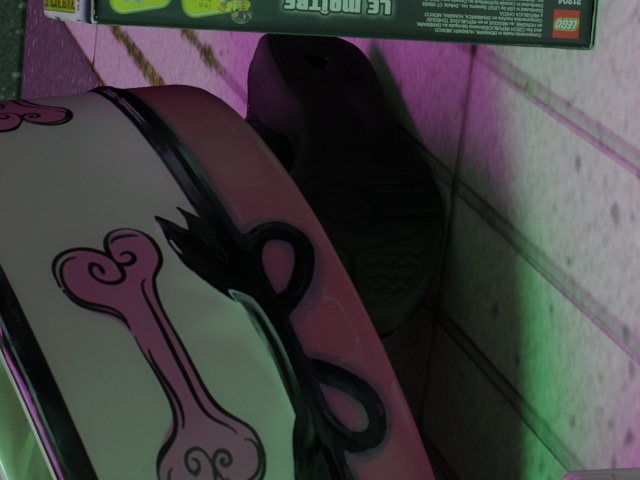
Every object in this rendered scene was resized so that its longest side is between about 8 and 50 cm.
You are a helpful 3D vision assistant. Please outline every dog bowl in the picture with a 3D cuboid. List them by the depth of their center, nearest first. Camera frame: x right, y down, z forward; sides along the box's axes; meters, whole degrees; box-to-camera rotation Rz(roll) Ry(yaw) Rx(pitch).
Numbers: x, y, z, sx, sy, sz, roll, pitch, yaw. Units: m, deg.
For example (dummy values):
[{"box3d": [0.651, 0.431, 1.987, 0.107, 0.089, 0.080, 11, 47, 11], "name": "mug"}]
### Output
[{"box3d": [-0.070, 0.105, 0.879, 0.408, 0.150, 0.408, 58, 162, 32], "name": "dog bowl"}]

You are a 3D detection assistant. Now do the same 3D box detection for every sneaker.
[{"box3d": [0.000, 0.000, 0.949, 0.227, 0.087, 0.130, -110, 27, -51], "name": "sneaker"}]

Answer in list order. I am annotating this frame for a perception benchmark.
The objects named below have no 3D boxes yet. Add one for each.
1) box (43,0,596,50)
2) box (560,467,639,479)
[{"box3d": [-0.003, -0.103, 0.764, 0.114, 0.207, 0.036, -156, 68, -70], "name": "box"}, {"box3d": [0.095, 0.189, 0.595, 0.275, 0.113, 0.094, 110, 155, -44], "name": "box"}]
